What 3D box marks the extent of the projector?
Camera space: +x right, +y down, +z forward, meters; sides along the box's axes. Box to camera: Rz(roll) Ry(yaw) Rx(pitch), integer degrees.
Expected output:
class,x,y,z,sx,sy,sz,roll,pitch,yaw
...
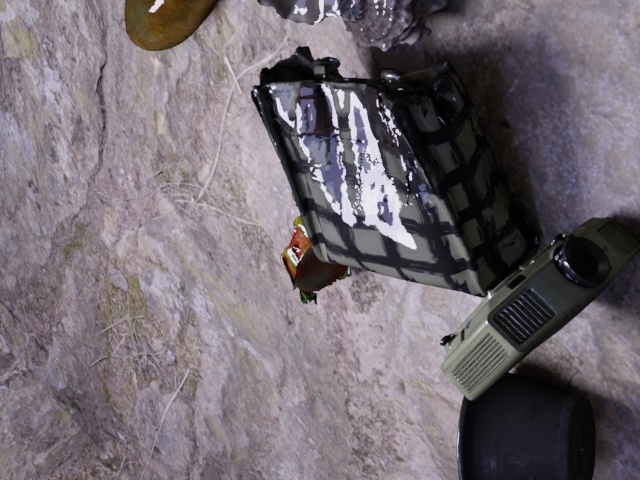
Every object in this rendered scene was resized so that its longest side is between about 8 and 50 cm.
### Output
class,x,y,z,sx,sy,sz,roll,pitch,yaw
projector,0.273,0.068,1.411,0.088,0.269,0.193,48,143,12

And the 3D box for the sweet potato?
class,x,y,z,sx,sy,sz,roll,pitch,yaw
sweet potato,-0.189,-0.412,1.714,0.130,0.130,0.422,52,138,6

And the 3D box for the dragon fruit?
class,x,y,z,sx,sy,sz,roll,pitch,yaw
dragon fruit,0.000,0.000,1.824,0.142,0.138,0.175,-23,66,18

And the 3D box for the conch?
class,x,y,z,sx,sy,sz,roll,pitch,yaw
conch,0.039,-0.346,1.471,0.313,0.186,0.240,1,129,27

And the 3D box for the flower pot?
class,x,y,z,sx,sy,sz,roll,pitch,yaw
flower pot,0.301,0.286,1.626,0.148,0.235,0.235,-2,117,28

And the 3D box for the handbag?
class,x,y,z,sx,sy,sz,roll,pitch,yaw
handbag,0.094,-0.091,1.550,0.325,0.162,0.327,12,137,44
